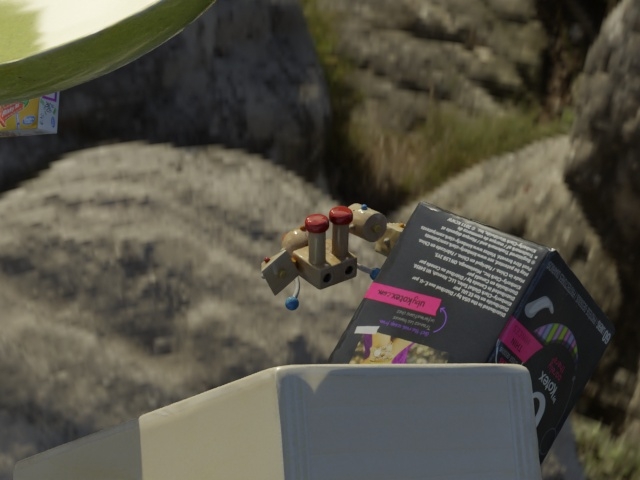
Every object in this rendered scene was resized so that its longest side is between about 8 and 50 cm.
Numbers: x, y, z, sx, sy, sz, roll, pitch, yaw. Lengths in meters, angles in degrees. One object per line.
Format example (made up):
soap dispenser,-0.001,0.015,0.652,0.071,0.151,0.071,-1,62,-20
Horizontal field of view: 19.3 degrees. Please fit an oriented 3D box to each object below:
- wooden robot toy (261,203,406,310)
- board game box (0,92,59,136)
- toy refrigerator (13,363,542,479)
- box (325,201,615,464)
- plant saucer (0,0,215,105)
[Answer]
wooden robot toy,0.000,0.000,1.647,0.173,0.076,0.079,-18,29,-33
board game box,-0.289,-0.140,1.606,0.154,0.026,0.103,-2,82,32
toy refrigerator,-0.029,0.115,0.737,0.102,0.269,0.094,2,77,-28
box,0.104,0.132,1.570,0.143,0.165,0.270,23,77,37
plant saucer,-0.130,-0.124,0.848,0.241,0.037,0.241,-11,36,8
